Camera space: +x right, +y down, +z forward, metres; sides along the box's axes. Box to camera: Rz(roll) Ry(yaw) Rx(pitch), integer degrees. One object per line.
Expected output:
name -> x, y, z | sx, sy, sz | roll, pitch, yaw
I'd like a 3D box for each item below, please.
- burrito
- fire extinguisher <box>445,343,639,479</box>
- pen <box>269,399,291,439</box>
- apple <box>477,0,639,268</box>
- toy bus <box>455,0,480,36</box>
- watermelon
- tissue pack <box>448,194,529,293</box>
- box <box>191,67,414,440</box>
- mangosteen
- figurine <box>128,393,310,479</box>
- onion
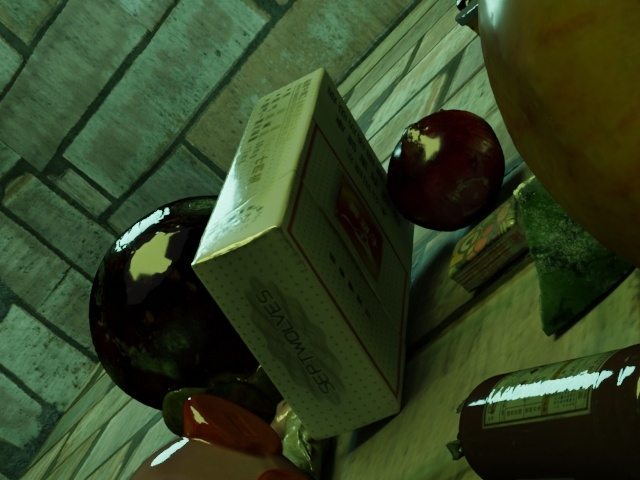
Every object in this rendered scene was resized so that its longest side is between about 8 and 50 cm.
burrito -> -0.014, 0.188, 0.994 | 0.041, 0.055, 0.149 | -17, 18, 10
fire extinguisher -> 0.143, 0.099, 0.618 | 0.099, 0.071, 0.231 | -23, -3, -25
pen -> -0.002, 0.152, 1.116 | 0.197, 0.032, 0.053 | -46, 11, 12
apple -> 0.218, -0.113, 0.475 | 0.299, 0.299, 0.275 | -45, -17, 25
toy bus -> 0.272, -0.320, 1.371 | 0.209, 0.136, 0.126 | -55, 12, -26
watermelon -> 0.201, -0.023, 0.785 | 0.155, 0.101, 0.080 | -35, 4, 22
tissue pack -> 0.156, 0.002, 0.983 | 0.083, 0.035, 0.063 | -41, 13, 31
box -> 0.000, 0.001, 1.042 | 0.095, 0.210, 0.330 | -23, 25, 21
mangosteen -> -0.123, 0.089, 1.263 | 0.288, 0.288, 0.288 | -47, 10, 11
figurine -> -0.074, 0.224, 0.794 | 0.173, 0.173, 0.173 | -47, 10, 11
onion -> 0.129, -0.075, 1.130 | 0.131, 0.131, 0.131 | -47, 10, 11
